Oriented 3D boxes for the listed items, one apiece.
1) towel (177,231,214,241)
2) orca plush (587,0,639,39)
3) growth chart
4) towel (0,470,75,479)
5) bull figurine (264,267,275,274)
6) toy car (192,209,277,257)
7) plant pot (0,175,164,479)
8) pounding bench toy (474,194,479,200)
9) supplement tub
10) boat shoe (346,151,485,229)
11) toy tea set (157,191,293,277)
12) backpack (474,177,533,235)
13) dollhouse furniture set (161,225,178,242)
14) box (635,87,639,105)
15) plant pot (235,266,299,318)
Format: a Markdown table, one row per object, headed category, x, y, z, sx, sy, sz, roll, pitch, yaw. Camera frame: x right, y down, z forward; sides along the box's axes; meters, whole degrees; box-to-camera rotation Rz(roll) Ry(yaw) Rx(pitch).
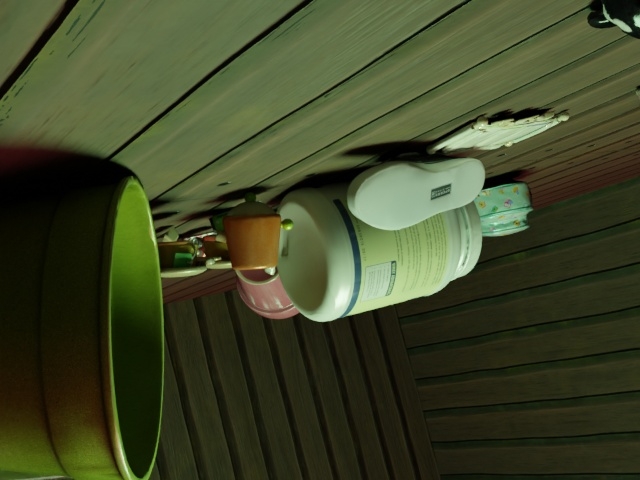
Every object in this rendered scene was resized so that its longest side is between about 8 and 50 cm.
| category | x | y | z | sx | sy | sz | roll | pitch | yaw |
| --- | --- | --- | --- | --- | --- | --- | --- | --- | --- |
| towel | -0.244 | 0.009 | 1.664 | 0.197 | 0.029 | 0.144 | -12 | 175 | -22 |
| orca plush | 0.348 | -0.197 | 0.757 | 0.151 | 0.102 | 0.287 | -17 | 174 | 24 |
| growth chart | 0.290 | -0.174 | 1.261 | 0.237 | 0.021 | 0.172 | -10 | 173 | -37 |
| towel | -0.457 | 0.205 | 1.072 | 0.331 | 0.317 | 0.053 | -2 | 138 | -18 |
| bull figurine | 0.000 | 0.000 | 1.614 | 0.101 | 0.188 | 0.310 | 25 | -177 | 25 |
| toy car | -0.168 | -0.010 | 1.474 | 0.239 | 0.053 | 0.225 | -20 | 172 | -6 |
| plant pot | -0.389 | 0.115 | 0.933 | 0.352 | 0.367 | 0.366 | -3 | 174 | -3 |
| pounding bench toy | 0.302 | -0.112 | 1.675 | 0.052 | 0.065 | 0.083 | -16 | 174 | 21 |
| supplement tub | 0.103 | 0.001 | 1.412 | 0.324 | 0.236 | 0.235 | -11 | 173 | -29 |
| boat shoe | 0.138 | -0.095 | 1.267 | 0.301 | 0.108 | 0.102 | -17 | -151 | -40 |
| toy tea set | -0.213 | -0.010 | 1.243 | 0.200 | 0.124 | 0.336 | -2 | -179 | 45 |
| backpack | 0.446 | -0.084 | 1.950 | 0.165 | 0.145 | 0.188 | -10 | 172 | 7 |
| dollhouse furniture set | -0.303 | -0.007 | 1.443 | 0.114 | 0.081 | 0.091 | -57 | -177 | 43 |
| box | 0.620 | -0.202 | 1.302 | 0.128 | 0.123 | 0.257 | -18 | 173 | 28 |
| plant pot | -0.117 | 0.068 | 1.838 | 0.201 | 0.201 | 0.180 | -15 | 159 | 8 |
